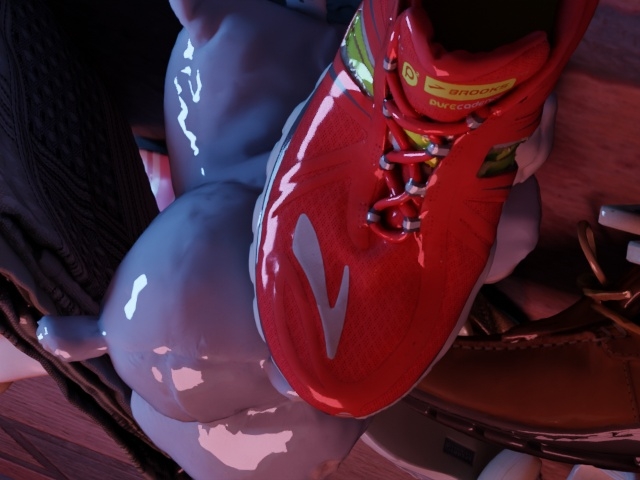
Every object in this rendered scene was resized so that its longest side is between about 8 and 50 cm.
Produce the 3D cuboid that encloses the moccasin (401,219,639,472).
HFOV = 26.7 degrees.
[{"bbox_3d":[0.207,0.069,0.832,0.380,0.147,0.139,-3,165,43],"label":"moccasin"}]

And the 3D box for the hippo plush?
[{"bbox_3d":[0.000,0.000,0.684,0.234,0.237,0.294,0,136,12],"label":"hippo plush"}]

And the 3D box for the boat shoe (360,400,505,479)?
[{"bbox_3d":[0.089,0.191,1.284,0.227,0.079,0.081,34,152,-27],"label":"boat shoe"}]

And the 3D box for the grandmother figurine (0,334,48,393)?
[{"bbox_3d":[-0.138,0.044,1.055,0.342,0.208,0.104,-16,153,27],"label":"grandmother figurine"}]

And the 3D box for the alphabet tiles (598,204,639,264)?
[{"bbox_3d":[0.295,0.027,0.523,0.285,0.011,0.342,-3,-164,-42],"label":"alphabet tiles"}]

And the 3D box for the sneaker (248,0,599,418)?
[{"bbox_3d":[0.040,-0.056,0.526,0.107,0.279,0.118,21,-171,3],"label":"sneaker"}]

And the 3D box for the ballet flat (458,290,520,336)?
[{"bbox_3d":[0.099,0.063,1.007,0.073,0.067,0.206,3,149,44],"label":"ballet flat"}]

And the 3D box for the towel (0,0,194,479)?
[{"bbox_3d":[-0.150,-0.036,0.811,0.056,0.324,0.312,-21,146,4],"label":"towel"}]

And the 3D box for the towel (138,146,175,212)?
[{"bbox_3d":[-0.102,0.002,0.979,0.197,0.144,0.029,8,162,33],"label":"towel"}]

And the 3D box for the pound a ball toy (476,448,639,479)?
[{"bbox_3d":[0.314,0.270,1.195,0.319,0.136,0.208,29,180,-10],"label":"pound a ball toy"}]
